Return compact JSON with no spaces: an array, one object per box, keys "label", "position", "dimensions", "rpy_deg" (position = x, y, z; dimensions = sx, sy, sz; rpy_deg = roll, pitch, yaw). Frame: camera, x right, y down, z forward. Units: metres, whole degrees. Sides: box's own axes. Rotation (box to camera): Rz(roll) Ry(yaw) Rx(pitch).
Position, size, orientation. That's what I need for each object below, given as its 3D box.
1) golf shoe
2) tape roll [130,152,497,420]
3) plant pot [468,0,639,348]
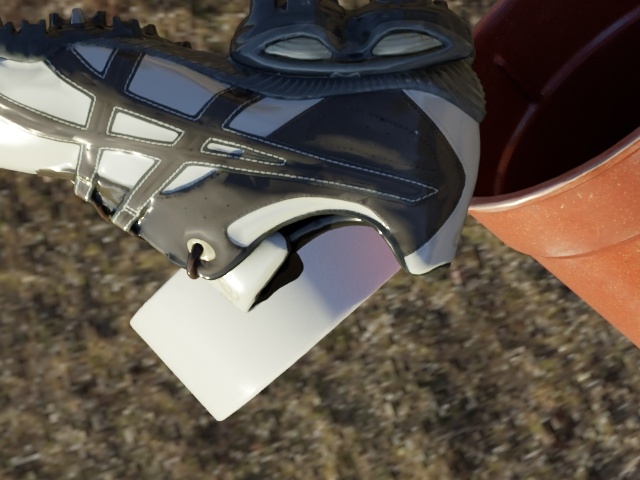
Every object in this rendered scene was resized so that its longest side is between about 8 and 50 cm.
[{"label":"golf shoe","position":[-0.049,-0.023,0.526],"dimensions":[0.198,0.077,0.094],"rpy_deg":[-3,90,17]},{"label":"tape roll","position":[0.000,0.000,1.254],"dimensions":[0.100,0.286,0.286],"rpy_deg":[48,118,1]},{"label":"plant pot","position":[0.246,-0.041,1.128],"dimensions":[0.272,0.272,0.265],"rpy_deg":[-29,120,30]}]
